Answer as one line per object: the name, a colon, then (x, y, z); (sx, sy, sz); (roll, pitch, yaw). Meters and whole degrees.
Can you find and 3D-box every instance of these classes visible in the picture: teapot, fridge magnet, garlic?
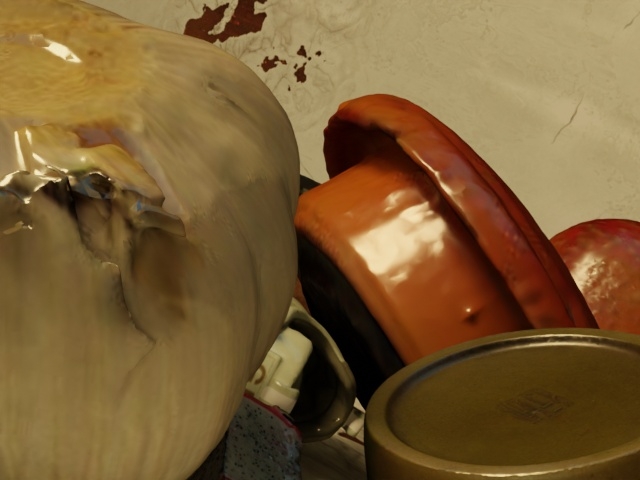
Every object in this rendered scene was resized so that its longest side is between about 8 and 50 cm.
teapot: (0.131, 0.160, 0.697); (0.185, 0.175, 0.267); (-22, 20, -27)
fridge magnet: (0.097, 0.065, 0.950); (0.363, 0.155, 0.363); (57, -10, 16)
garlic: (-0.156, -0.009, 0.640); (0.322, 0.241, 0.322); (33, 19, -13)

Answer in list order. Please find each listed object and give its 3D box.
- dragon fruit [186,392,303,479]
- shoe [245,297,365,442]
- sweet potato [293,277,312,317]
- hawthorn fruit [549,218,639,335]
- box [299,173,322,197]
dragon fruit: (-0.046, 0.132, 0.741); (0.056, 0.060, 0.083); (30, 30, -24)
shoe: (-0.082, 0.067, 0.858); (0.316, 0.124, 0.159); (24, 6, -46)
sweet potato: (-0.054, 0.013, 1.431); (0.336, 0.131, 0.131); (25, 6, -7)
hawthorn fruit: (0.283, 0.121, 1.254); (0.299, 0.275, 0.275); (34, 5, -6)
box: (0.000, 0.000, 1.654); (0.350, 0.058, 0.211); (25, -25, -15)
